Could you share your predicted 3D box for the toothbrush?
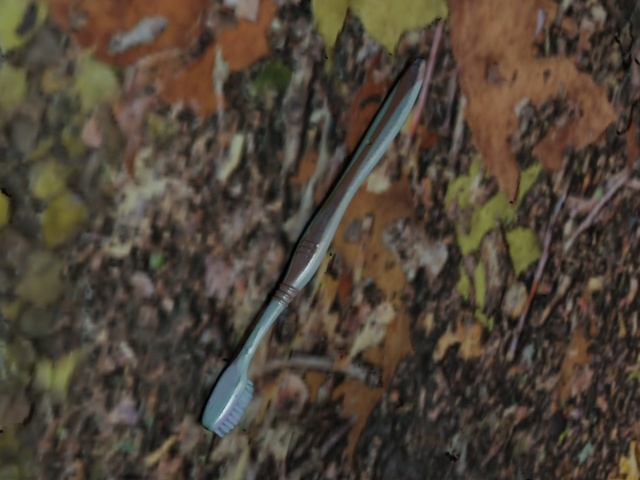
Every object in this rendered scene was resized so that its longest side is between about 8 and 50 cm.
[{"bbox_3d":[0.000,0.000,0.780,0.193,0.013,0.019,-61,145,-13],"label":"toothbrush"}]
